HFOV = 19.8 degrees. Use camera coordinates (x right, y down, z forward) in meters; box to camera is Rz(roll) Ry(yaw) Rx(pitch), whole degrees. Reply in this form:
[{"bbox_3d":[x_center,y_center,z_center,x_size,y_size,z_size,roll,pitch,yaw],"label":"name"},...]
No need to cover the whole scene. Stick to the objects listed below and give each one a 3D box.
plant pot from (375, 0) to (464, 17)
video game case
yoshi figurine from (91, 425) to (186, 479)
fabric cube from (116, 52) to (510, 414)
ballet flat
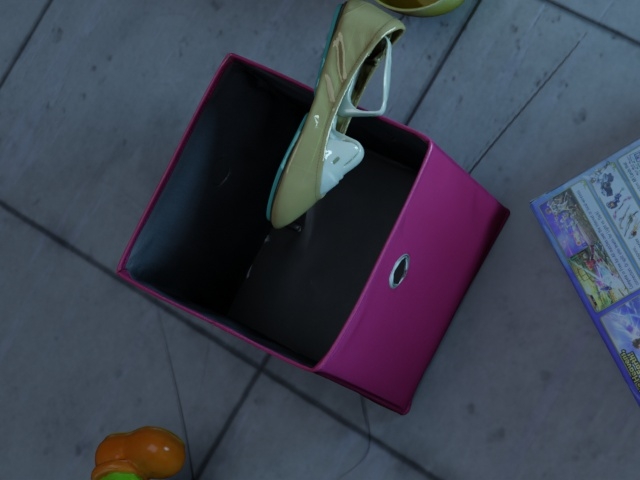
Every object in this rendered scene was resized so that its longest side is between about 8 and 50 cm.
[{"bbox_3d":[0.117,-0.296,1.991,0.134,0.095,0.134,-6,75,22],"label":"plant pot"},{"bbox_3d":[0.376,0.017,1.816,0.244,0.061,0.269,-31,66,12],"label":"video game case"},{"bbox_3d":[-0.182,0.373,1.826,0.204,0.203,0.362,25,51,-10],"label":"yoshi figurine"},{"bbox_3d":[0.000,0.000,1.873,0.259,0.258,0.254,26,86,27],"label":"fabric cube"},{"bbox_3d":[0.018,-0.113,1.712,0.073,0.080,0.232,18,85,11],"label":"ballet flat"}]
